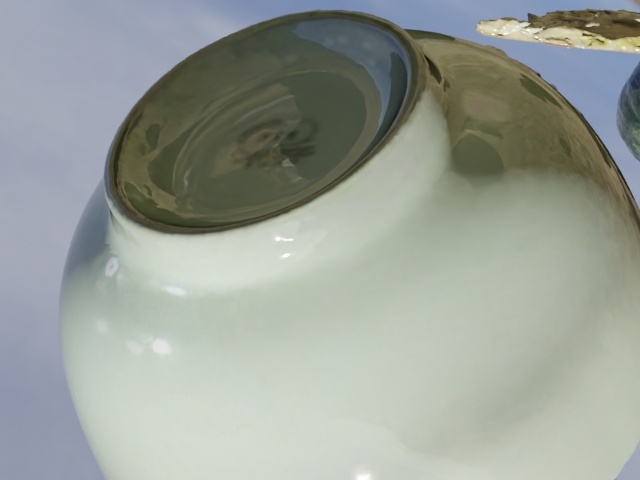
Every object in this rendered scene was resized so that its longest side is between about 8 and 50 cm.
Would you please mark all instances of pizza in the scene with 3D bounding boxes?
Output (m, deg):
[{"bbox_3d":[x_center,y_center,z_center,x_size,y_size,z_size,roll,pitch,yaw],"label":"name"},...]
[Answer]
[{"bbox_3d":[0.254,-0.168,0.960,0.262,0.034,0.181,2,-167,-12],"label":"pizza"}]

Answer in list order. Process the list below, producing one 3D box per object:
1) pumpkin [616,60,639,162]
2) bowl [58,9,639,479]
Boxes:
[{"bbox_3d":[0.478,-0.169,1.493,0.212,0.212,0.152,16,-123,-43],"label":"pumpkin"},{"bbox_3d":[0.000,0.000,0.645,0.354,0.354,0.185,-111,-4,-50],"label":"bowl"}]
